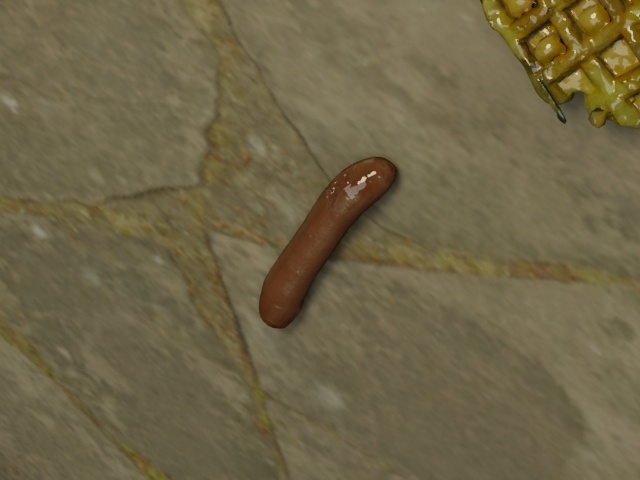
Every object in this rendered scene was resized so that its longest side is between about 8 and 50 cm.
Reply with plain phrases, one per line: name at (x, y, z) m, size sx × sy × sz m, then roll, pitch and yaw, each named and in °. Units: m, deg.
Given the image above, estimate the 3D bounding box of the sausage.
sausage at (0.000, 0.000, 1.502) m, size 0.043 × 0.043 × 0.186 m, roll 38°, pitch 120°, yaw 5°

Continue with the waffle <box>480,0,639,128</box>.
waffle at (0.204, -0.225, 1.319) m, size 0.262 × 0.060 × 0.280 m, roll 18°, pitch 115°, yaw 19°
